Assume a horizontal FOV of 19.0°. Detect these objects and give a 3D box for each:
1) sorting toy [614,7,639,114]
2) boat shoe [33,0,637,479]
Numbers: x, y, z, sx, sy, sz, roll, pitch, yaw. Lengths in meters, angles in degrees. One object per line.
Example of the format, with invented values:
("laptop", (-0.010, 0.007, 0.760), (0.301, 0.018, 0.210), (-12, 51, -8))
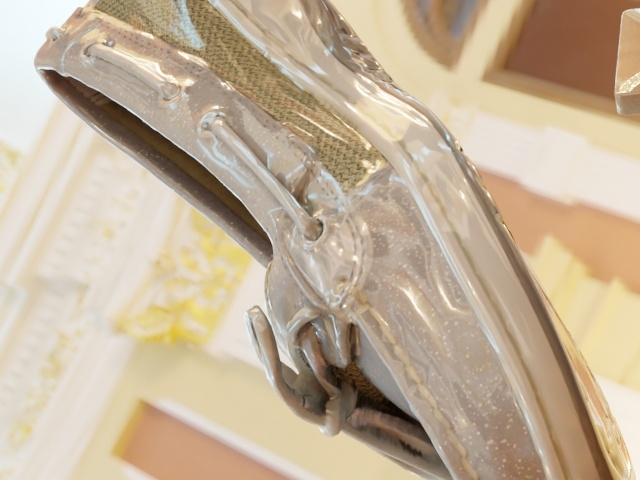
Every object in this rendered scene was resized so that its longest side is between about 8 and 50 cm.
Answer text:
("sorting toy", (0.237, -0.097, 1.080), (0.274, 0.132, 0.046), (-70, -27, -61))
("boat shoe", (-0.002, -0.002, 0.640), (0.103, 0.320, 0.118), (-36, -40, 0))
